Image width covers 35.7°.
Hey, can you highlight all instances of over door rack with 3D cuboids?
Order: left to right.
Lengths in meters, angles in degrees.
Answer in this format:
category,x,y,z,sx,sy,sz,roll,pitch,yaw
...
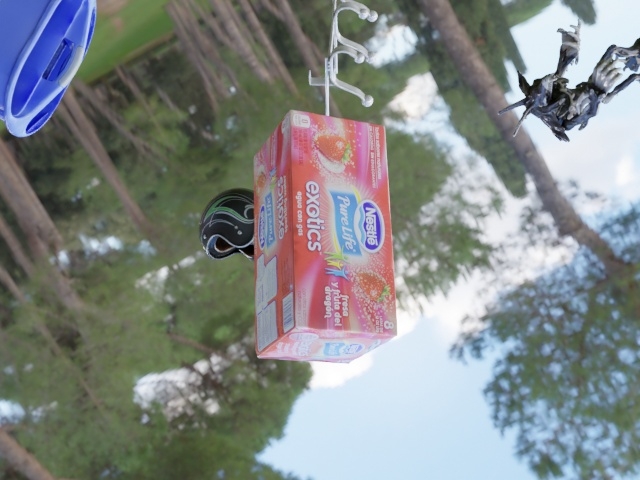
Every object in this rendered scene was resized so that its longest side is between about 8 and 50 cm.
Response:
category,x,y,z,sx,sy,sz,roll,pitch,yaw
over door rack,0.043,-0.324,1.878,0.324,0.108,0.240,108,-10,-55

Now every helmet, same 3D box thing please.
category,x,y,z,sx,sy,sz,roll,pitch,yaw
helmet,-0.187,-0.034,2.197,0.161,0.169,0.169,12,-147,22

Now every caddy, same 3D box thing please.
category,x,y,z,sx,sy,sz,roll,pitch,yaw
caddy,-0.564,-0.374,1.980,0.241,0.179,0.341,88,26,-75

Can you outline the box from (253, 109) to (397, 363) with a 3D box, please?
category,x,y,z,sx,sy,sz,roll,pitch,yaw
box,0.000,0.000,1.313,0.142,0.300,0.154,7,156,-22

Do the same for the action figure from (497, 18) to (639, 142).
category,x,y,z,sx,sy,sz,roll,pitch,yaw
action figure,0.409,-0.254,1.521,0.275,0.141,0.164,-21,-128,-11
